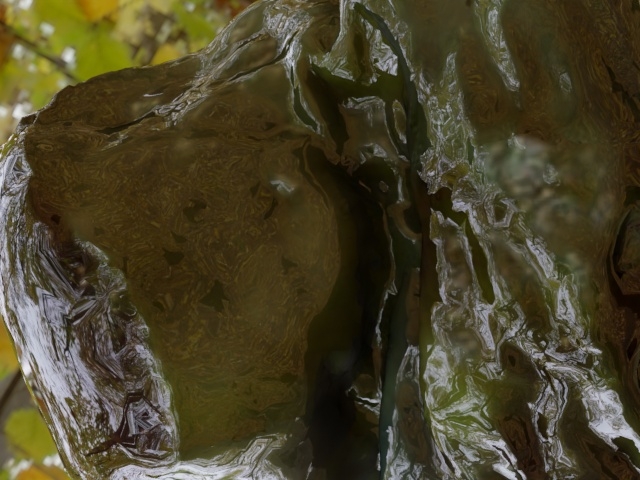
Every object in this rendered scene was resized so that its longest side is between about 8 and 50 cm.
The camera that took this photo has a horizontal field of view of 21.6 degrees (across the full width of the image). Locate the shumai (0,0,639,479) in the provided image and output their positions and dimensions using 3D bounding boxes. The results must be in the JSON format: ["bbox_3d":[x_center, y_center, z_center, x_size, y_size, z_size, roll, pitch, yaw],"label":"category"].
[{"bbox_3d":[0.000,0.000,0.691,0.263,0.304,0.309,-8,-88,0],"label":"shumai"}]
